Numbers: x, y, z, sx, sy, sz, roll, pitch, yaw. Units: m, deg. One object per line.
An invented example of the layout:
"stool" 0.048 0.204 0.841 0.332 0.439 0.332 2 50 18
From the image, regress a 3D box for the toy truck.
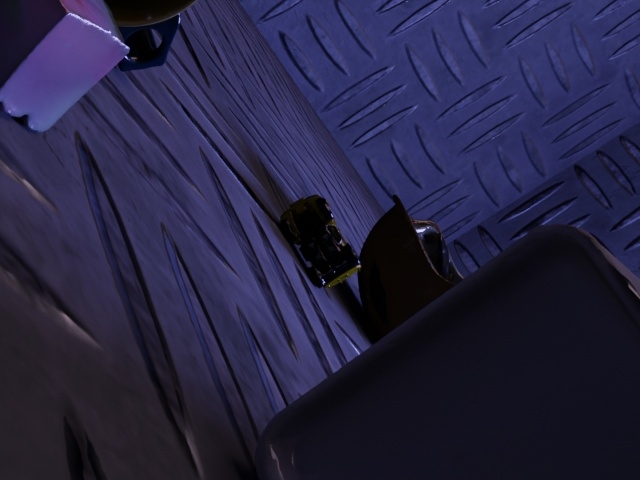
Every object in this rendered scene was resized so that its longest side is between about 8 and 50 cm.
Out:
"toy truck" 0.000 0.000 1.157 0.083 0.049 0.054 60 5 13

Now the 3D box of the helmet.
"helmet" 0.114 0.070 1.350 0.224 0.130 0.198 44 8 -23

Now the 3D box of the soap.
"soap" -0.142 -0.122 0.547 0.149 0.056 0.100 58 8 15

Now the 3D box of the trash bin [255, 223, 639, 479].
"trash bin" 0.164 0.146 0.614 0.367 0.296 0.256 39 19 -55

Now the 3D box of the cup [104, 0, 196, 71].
"cup" -0.136 -0.208 0.834 0.155 0.131 0.176 -121 -155 -58
